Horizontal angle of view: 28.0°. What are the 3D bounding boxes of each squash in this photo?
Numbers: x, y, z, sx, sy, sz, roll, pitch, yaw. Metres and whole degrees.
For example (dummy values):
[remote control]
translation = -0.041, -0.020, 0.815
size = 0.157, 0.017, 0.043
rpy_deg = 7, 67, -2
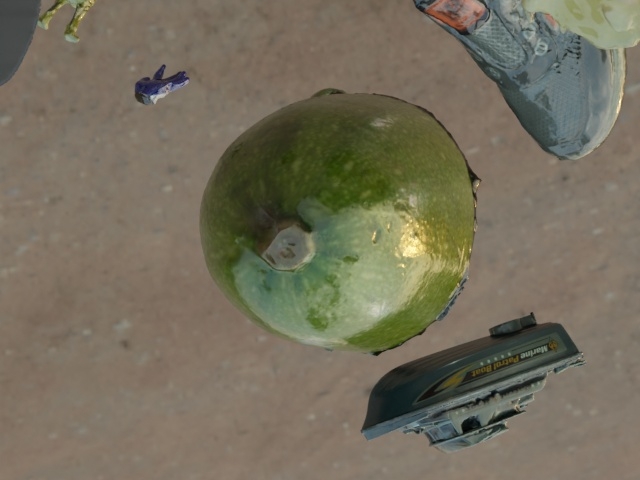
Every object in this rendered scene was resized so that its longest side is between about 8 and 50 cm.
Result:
[squash]
translation = -0.020, -0.025, 1.347
size = 0.310, 0.310, 0.309
rpy_deg = -25, 168, 22

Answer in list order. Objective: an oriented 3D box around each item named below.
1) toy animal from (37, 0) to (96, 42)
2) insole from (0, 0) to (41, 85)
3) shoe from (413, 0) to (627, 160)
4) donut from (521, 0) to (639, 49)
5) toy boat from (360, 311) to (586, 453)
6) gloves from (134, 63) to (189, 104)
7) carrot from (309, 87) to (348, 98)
[toy animal]
translation = -0.360, -0.385, 1.823
size = 0.073, 0.136, 0.181
rpy_deg = 17, 149, 18
[insole]
translation = -0.207, -0.215, 0.835
size = 0.080, 0.231, 0.003
rpy_deg = 18, -165, 16
[shoe]
translation = 0.161, -0.221, 1.177
size = 0.171, 0.336, 0.132
rpy_deg = -26, -175, -43
[donut]
translation = 0.319, -0.263, 0.948
size = 0.371, 0.150, 0.307
rpy_deg = 1, 125, -51
[toy boat]
translation = 0.174, 0.183, 1.537
size = 0.296, 0.122, 0.114
rpy_deg = -19, 171, -27
[gloves]
translation = -0.221, -0.216, 1.764
size = 0.086, 0.064, 0.026
rpy_deg = -36, 134, -33
[carrot]
translation = 0.011, -0.112, 1.840
size = 0.078, 0.078, 0.298
rpy_deg = -10, 150, -8
